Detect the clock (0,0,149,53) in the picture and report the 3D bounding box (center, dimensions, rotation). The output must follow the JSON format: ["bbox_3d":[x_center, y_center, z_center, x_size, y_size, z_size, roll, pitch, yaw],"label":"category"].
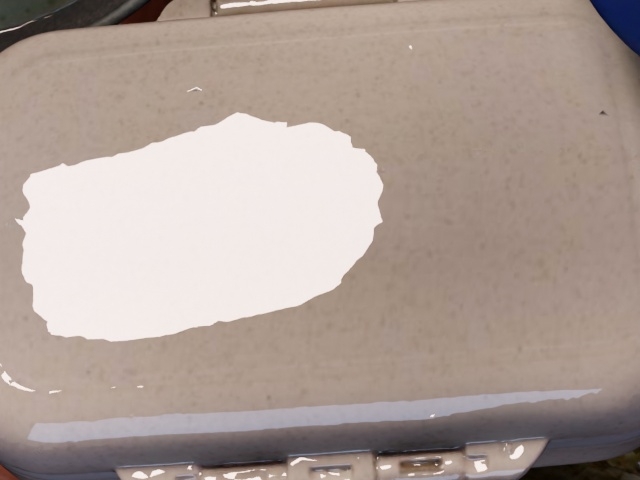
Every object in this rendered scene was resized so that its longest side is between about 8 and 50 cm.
[{"bbox_3d":[-0.191,-0.207,0.774,0.319,0.066,0.319,-12,144,-9],"label":"clock"}]

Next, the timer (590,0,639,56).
[{"bbox_3d":[0.212,-0.124,0.642,0.270,0.383,0.270,6,125,8],"label":"timer"}]

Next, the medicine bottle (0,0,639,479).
[{"bbox_3d":[0.000,0.000,0.825,0.375,0.282,0.123,-4,156,3],"label":"medicine bottle"}]

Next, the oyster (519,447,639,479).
[{"bbox_3d":[0.160,0.133,1.009,0.204,0.111,0.396,-4,127,18],"label":"oyster"}]
